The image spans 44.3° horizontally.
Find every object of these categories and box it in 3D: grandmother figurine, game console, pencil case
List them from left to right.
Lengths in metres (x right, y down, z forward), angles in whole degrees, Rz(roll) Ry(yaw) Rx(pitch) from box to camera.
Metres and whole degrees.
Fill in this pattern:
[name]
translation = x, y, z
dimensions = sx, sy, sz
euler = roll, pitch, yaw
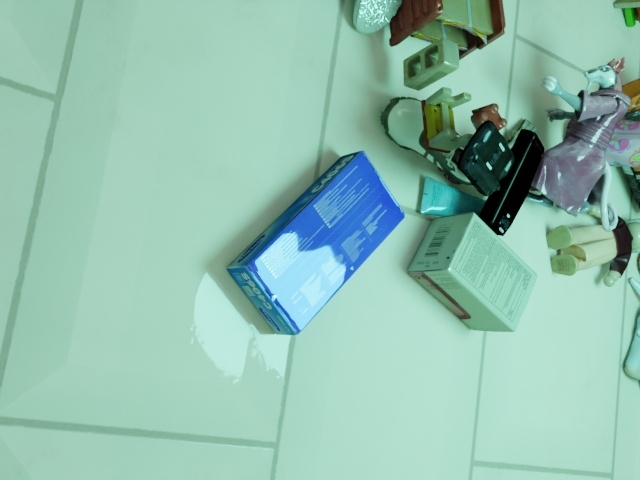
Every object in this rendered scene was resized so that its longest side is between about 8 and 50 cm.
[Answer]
[game console]
translation = 0.360, -0.146, 1.568
dimensions = 0.213, 0.044, 0.361
euler = -64, 150, -3
[grandmother figurine]
translation = 0.713, 0.010, 1.951
dimensions = 0.343, 0.104, 0.207
euler = -12, 101, -32
[pencil case]
translation = 0.737, -0.233, 1.873
dimensions = 0.124, 0.284, 0.124
euler = -11, 107, -41

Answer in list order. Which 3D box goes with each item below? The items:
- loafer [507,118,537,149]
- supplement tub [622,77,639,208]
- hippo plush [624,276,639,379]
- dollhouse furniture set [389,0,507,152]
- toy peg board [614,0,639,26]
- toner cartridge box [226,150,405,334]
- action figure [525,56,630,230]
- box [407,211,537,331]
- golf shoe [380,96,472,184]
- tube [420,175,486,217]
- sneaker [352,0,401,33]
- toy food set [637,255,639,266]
[loafer]
translation = 0.458, -0.244, 1.831
dimensions = 0.125, 0.045, 0.039
euler = -37, 90, -38
[supplement tub]
translation = 0.868, -0.241, 2.013
dimensions = 0.207, 0.207, 0.337
euler = -38, 108, -31
[hippo plush]
translation = 0.943, 0.258, 2.001
dimensions = 0.234, 0.237, 0.294
euler = 18, 76, -32
[dollhouse furniture set]
translation = 0.264, -0.346, 1.602
dimensions = 0.201, 0.152, 0.373
euler = 6, 74, -34
[toy peg board]
translation = 0.906, -0.640, 2.114
dimensions = 0.161, 0.161, 0.079
euler = -43, 125, -30
[toner cartridge box]
translation = 0.000, 0.000, 1.464
dimensions = 0.348, 0.075, 0.165
euler = -45, 110, -29
[action figure]
translation = 0.605, -0.231, 1.762
dimensions = 0.248, 0.276, 0.370
euler = -12, 130, -62
[box]
translation = 0.321, 0.070, 1.650
dimensions = 0.232, 0.127, 0.148
euler = 41, 64, -26
[golf shoe]
translation = 0.246, -0.205, 1.616
dimensions = 0.273, 0.120, 0.105
euler = 30, 94, -27
[tube]
translation = 0.304, -0.075, 1.702
dimensions = 0.207, 0.052, 0.080
euler = 15, 74, -30
[sneaker]
translation = 0.116, -0.533, 1.594
dimensions = 0.090, 0.095, 0.235
euler = 17, 96, -37
[toy food set]
translation = 0.877, 0.064, 2.105
dimensions = 0.083, 0.020, 0.083
euler = -38, 107, -31
